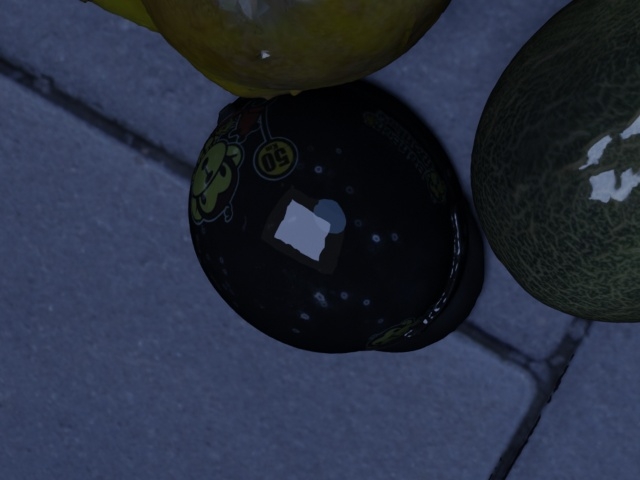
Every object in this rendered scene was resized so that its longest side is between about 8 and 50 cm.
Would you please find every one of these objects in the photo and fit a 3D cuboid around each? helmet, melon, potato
[{"bbox_3d":[0.000,0.000,1.366,0.230,0.160,0.279,-38,92,27],"label":"helmet"},{"bbox_3d":[0.259,-0.079,1.181,0.329,0.248,0.248,-38,93,29],"label":"melon"},{"bbox_3d":[-0.077,-0.247,1.225,0.397,0.296,0.290,15,114,14],"label":"potato"}]
